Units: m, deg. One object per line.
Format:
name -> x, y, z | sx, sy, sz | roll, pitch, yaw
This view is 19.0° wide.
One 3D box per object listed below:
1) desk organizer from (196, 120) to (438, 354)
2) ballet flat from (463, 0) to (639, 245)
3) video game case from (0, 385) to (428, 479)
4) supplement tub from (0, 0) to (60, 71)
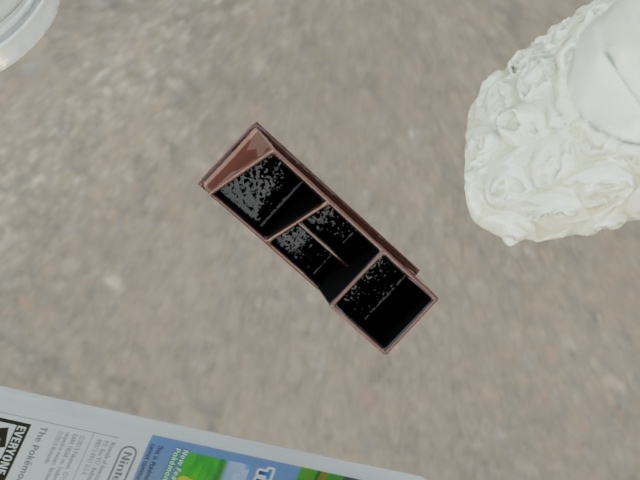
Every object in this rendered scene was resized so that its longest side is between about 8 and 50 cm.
desk organizer -> 0.000, 0.000, 1.020 | 0.130, 0.050, 0.047 | 42, 94, -21
ballet flat -> 0.263, -0.128, 1.096 | 0.409, 0.147, 0.147 | -22, 100, -1
video game case -> -0.125, 0.244, 1.041 | 0.300, 0.329, 0.036 | 10, 145, 17
supplement tub -> -0.262, -0.207, 1.204 | 0.144, 0.144, 0.200 | -23, 133, 6
